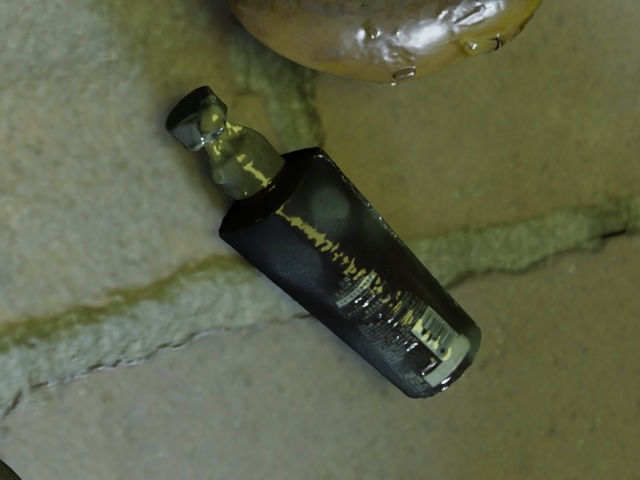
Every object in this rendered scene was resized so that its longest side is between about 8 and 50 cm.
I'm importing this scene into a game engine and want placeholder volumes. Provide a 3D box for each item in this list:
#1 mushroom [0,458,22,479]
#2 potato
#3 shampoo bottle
[{"bbox_3d":[-0.185,0.149,0.852,0.188,0.141,0.117,55,34,-30],"label":"mushroom"},{"bbox_3d":[0.031,-0.148,0.951,0.176,0.137,0.137,7,89,-8],"label":"potato"},{"bbox_3d":[0.000,-0.001,0.973,0.208,0.063,0.057,44,63,-23],"label":"shampoo bottle"}]
